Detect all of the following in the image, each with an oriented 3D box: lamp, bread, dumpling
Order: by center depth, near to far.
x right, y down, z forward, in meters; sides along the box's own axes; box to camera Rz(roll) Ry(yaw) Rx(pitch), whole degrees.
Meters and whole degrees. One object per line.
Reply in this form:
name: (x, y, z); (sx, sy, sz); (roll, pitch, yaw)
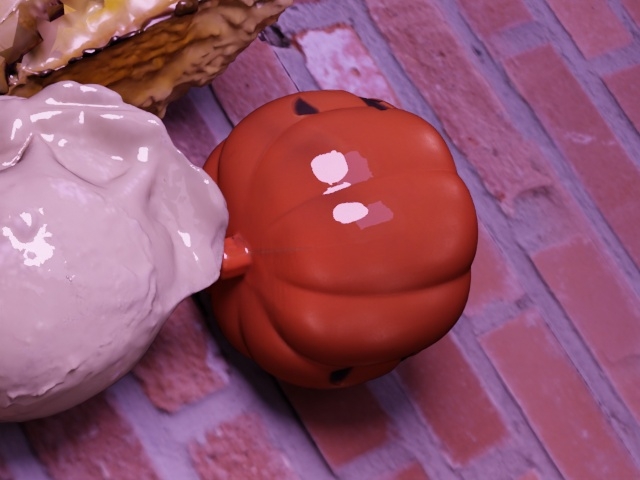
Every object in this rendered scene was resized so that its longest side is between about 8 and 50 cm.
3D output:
dumpling: (-0.181, 0.008, 1.107); (0.258, 0.147, 0.193); (-35, 92, -18)
lamp: (0.000, 0.000, 1.210); (0.164, 0.187, 0.187); (-11, 67, -37)
bread: (-0.164, -0.174, 1.241); (0.262, 0.162, 0.204); (-20, 73, -11)
